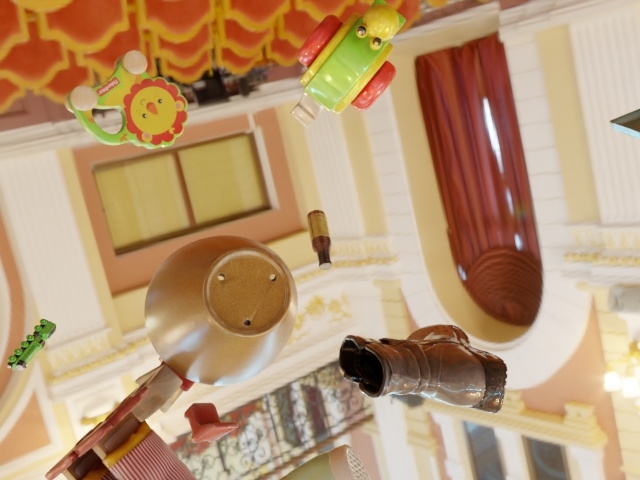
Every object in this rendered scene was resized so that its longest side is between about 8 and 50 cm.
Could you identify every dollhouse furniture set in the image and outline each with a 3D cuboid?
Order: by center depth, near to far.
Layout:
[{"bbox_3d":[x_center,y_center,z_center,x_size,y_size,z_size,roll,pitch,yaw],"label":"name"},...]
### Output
[{"bbox_3d":[-0.220,0.298,1.175,0.152,0.201,0.374,-40,-176,25],"label":"dollhouse furniture set"}]

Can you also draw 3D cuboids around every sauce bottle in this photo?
[{"bbox_3d":[0.000,0.000,1.484,0.042,0.128,0.042,-6,146,-4],"label":"sauce bottle"}]

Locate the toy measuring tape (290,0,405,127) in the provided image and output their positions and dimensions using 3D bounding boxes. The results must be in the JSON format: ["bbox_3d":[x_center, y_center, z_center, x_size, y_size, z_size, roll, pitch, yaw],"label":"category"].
[{"bbox_3d":[0.007,-0.194,0.963,0.121,0.121,0.330,-18,173,-25],"label":"toy measuring tape"}]

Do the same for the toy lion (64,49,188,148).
[{"bbox_3d":[-0.182,-0.127,0.738,0.100,0.096,0.034,-43,-158,-25],"label":"toy lion"}]

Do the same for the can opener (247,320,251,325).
[{"bbox_3d":[-0.190,0.140,1.346,0.076,0.095,0.283,-27,-153,-24],"label":"can opener"}]

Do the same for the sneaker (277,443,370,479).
[{"bbox_3d":[0.012,0.370,0.821,0.151,0.256,0.094,-28,154,13],"label":"sneaker"}]

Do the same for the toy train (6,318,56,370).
[{"bbox_3d":[-0.354,0.129,0.932,0.024,0.017,0.083,26,-139,-1],"label":"toy train"}]

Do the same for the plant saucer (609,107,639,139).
[{"bbox_3d":[0.506,-0.184,1.072,0.192,0.018,0.067,-22,-150,-17],"label":"plant saucer"}]

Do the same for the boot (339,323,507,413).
[{"bbox_3d":[0.131,0.185,1.216,0.223,0.118,0.338,9,176,-13],"label":"boot"}]

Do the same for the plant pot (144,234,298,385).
[{"bbox_3d":[-0.125,0.090,1.094,0.237,0.237,0.254,-16,175,-19],"label":"plant pot"}]
